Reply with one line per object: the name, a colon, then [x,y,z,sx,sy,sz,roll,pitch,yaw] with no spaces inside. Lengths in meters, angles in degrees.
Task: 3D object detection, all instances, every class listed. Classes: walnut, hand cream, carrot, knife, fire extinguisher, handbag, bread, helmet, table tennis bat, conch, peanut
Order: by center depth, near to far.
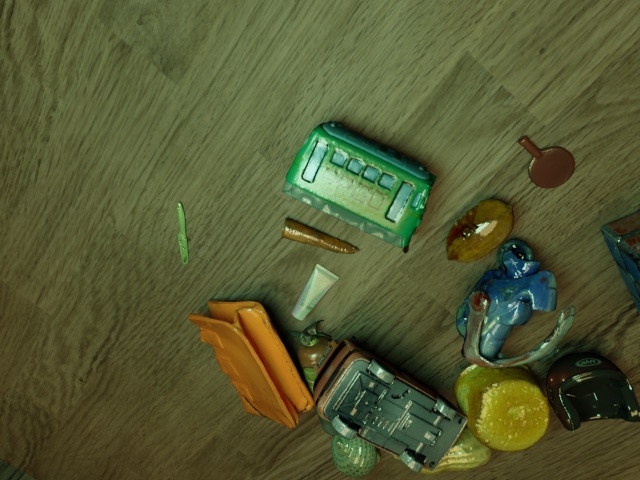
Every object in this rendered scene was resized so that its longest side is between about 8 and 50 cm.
table tennis bat: [0.521,-0.186,0.961,0.154,0.019,0.098,39,116,-10]
walnut: [0.387,-0.018,1.020,0.115,0.116,0.207,34,123,-5]
helmet: [0.703,0.398,1.086,0.189,0.193,0.216,-12,119,10]
carrot: [0.000,0.000,1.140,0.224,0.057,0.057,19,116,-2]
bread: [0.521,0.467,1.172,0.268,0.146,0.269,0,101,2]
hand cream: [-0.022,0.157,1.217,0.076,0.047,0.174,32,107,-3]
knife: [-0.415,-0.019,1.232,0.030,0.014,0.207,6,115,7]
handbag: [-0.208,0.372,1.257,0.303,0.116,0.411,-5,117,46]
fire extinguisher: [-0.021,0.418,1.281,0.200,0.113,0.377,-11,105,17]
peanut: [0.373,0.648,1.290,0.305,0.147,0.147,-14,110,11]
conch: [0.119,0.732,1.392,0.172,0.131,0.200,-41,100,23]

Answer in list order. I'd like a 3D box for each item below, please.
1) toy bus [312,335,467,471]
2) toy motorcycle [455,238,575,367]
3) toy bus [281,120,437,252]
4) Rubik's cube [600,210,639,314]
toy bus: [0.182,0.445,1.148,0.426,0.233,0.203,35,89,-20]
toy motorcycle: [0.489,0.179,1.037,0.241,0.182,0.319,36,119,25]
toy bus: [0.099,-0.139,0.981,0.343,0.184,0.200,25,111,-1]
Rubik's cube: [0.843,0.077,0.852,0.303,0.305,0.301,-28,104,24]
